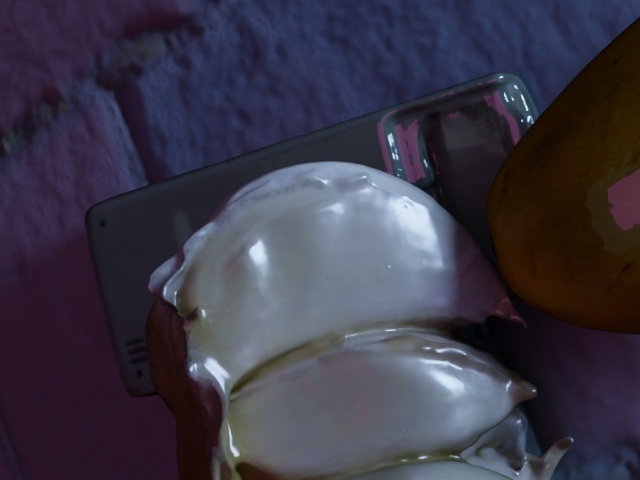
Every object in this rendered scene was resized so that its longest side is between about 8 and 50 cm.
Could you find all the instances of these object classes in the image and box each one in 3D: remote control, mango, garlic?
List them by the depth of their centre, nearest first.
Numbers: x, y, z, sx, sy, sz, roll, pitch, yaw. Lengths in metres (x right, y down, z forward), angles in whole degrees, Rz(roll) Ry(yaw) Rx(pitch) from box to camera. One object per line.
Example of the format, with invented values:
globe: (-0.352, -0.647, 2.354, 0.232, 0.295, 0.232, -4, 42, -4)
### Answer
mango: (0.191, -0.050, 0.884, 0.253, 0.113, 0.138, -43, 65, 15)
garlic: (0.024, 0.112, 0.944, 0.203, 0.185, 0.281, -12, 74, -13)
remote control: (0.000, 0.000, 1.039, 0.285, 0.038, 0.123, -19, 83, 26)
